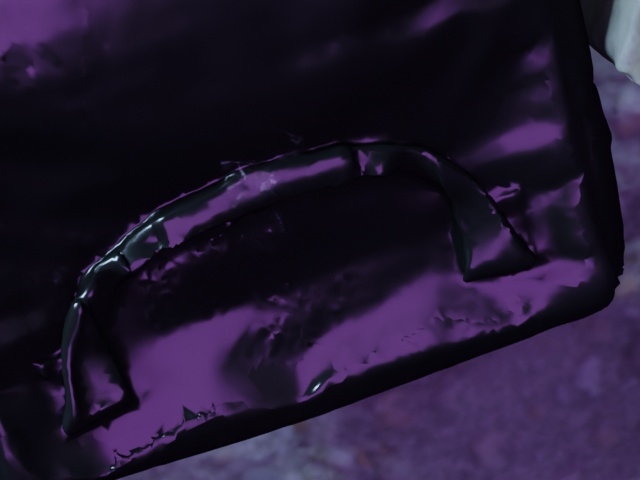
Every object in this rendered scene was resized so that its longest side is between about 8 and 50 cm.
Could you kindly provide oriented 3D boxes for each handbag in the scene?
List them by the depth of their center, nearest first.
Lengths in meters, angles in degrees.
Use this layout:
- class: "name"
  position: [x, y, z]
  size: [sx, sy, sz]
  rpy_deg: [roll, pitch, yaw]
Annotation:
- class: "handbag"
  position: [-0.034, -0.042, 0.641]
  size: [0.275, 0.088, 0.244]
  rpy_deg: [-20, 112, -8]

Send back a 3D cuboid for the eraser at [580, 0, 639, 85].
- class: "eraser"
  position: [0.272, -0.086, 0.689]
  size: [0.343, 0.144, 0.078]
  rpy_deg: [10, 107, -8]
